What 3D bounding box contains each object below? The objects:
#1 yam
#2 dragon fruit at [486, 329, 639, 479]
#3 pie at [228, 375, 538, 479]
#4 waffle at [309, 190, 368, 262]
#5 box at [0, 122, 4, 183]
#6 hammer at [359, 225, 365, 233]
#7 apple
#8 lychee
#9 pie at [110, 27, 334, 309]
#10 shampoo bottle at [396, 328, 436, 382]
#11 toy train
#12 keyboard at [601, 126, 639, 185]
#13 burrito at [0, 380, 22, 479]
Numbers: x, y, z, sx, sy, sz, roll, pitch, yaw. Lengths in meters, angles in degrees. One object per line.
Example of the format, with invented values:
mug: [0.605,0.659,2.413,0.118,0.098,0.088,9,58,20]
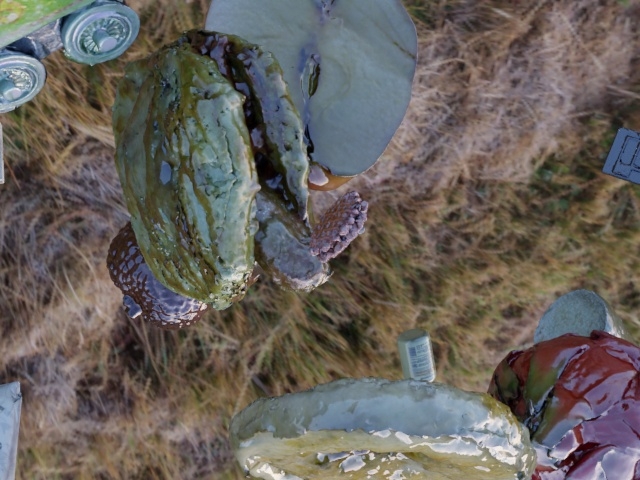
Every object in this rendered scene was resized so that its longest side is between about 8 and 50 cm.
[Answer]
yam: [0.411,0.192,1.293,0.133,0.133,0.330,-51,130,-1]
dragon fruit: [0.288,0.201,1.012,0.233,0.234,0.293,-57,151,2]
pie: [0.055,0.178,0.772,0.274,0.274,0.055,19,58,-29]
waffle: [0.017,-0.013,0.971,0.029,0.075,0.083,39,118,-20]
box: [-0.650,-0.148,1.560,0.199,0.029,0.109,-3,79,-17]
hammer: [0.000,0.000,2.005,0.201,0.078,0.021,-29,128,4]
apple: [-0.027,-0.270,1.500,0.295,0.329,0.364,19,74,-61]
lychee: [-0.329,0.062,1.954,0.261,0.260,0.260,-8,110,-22]
pie: [-0.177,-0.088,1.258,0.181,0.418,0.395,-18,97,-33]
shampoo bottle: [0.231,0.294,2.145,0.079,0.079,0.161,-16,104,-19]
toy train: [-0.366,-0.299,1.071,0.307,0.173,0.249,-28,158,-5]
keyboard: [0.419,-0.068,1.002,0.061,0.205,0.013,-65,162,-9]
burrito: [-0.362,0.247,0.982,0.064,0.064,0.203,11,60,-27]
